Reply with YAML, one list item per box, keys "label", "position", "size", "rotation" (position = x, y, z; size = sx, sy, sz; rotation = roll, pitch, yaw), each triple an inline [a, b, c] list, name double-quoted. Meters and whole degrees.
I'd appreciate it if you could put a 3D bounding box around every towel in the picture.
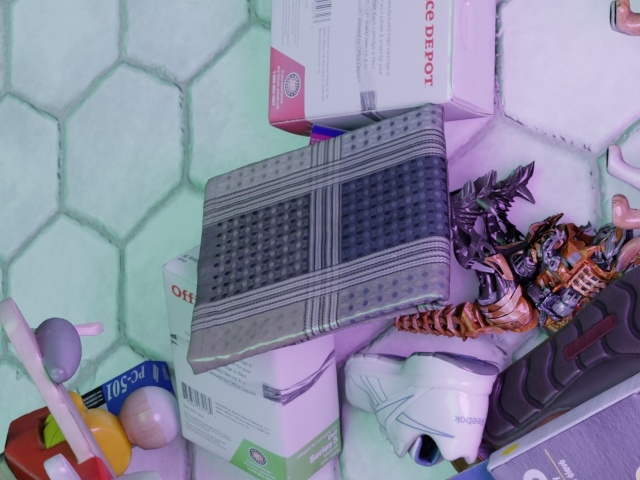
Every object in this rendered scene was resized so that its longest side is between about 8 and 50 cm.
- label: "towel"
  position: [0.000, 0.000, 1.585]
  size: [0.324, 0.056, 0.312]
  rotation: [-16, 45, 19]

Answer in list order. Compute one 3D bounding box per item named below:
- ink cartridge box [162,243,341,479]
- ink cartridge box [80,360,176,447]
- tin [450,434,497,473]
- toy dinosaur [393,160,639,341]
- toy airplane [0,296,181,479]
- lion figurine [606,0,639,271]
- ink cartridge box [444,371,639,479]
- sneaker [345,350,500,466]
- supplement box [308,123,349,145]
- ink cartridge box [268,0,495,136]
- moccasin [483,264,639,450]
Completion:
- label: "ink cartridge box"
  position: [-0.085, 0.153, 1.737]
  size: [0.198, 0.114, 0.273]
  rotation: [23, 129, 36]
- label: "ink cartridge box"
  position: [-0.299, 0.257, 1.991]
  size: [0.207, 0.046, 0.097]
  rotation: [-29, 68, 29]
- label: "tin"
  position: [0.222, 0.291, 1.581]
  size: [0.040, 0.106, 0.190]
  rotation: [-49, 60, 11]
- label: "toy dinosaur"
  position: [0.223, 0.033, 1.598]
  size: [0.321, 0.164, 0.218]
  rotation: [-25, 85, 8]
- label: "toy airplane"
  position: [-0.288, 0.286, 1.797]
  size: [0.384, 0.272, 0.386]
  rotation: [44, 151, 23]
- label: "lion figurine"
  position: [0.433, -0.157, 1.470]
  size: [0.240, 0.142, 0.392]
  rotation: [2, 92, 8]
- label: "ink cartridge box"
  position: [0.318, 0.322, 1.424]
  size: [0.307, 0.072, 0.304]
  rotation: [-35, 89, 28]
- label: "sneaker"
  position: [0.102, 0.198, 1.614]
  size: [0.297, 0.111, 0.129]
  rotation: [165, 114, -68]
- label: "supplement box"
  position: [0.037, -0.025, 1.751]
  size: [0.114, 0.111, 0.220]
  rotation: [16, 93, 36]
- label: "ink cartridge box"
  position: [0.078, -0.250, 1.750]
  size: [0.283, 0.117, 0.207]
  rotation: [-3, 82, 36]
- label: "moccasin"
  position: [0.350, 0.135, 1.499]
  size: [0.380, 0.147, 0.139]
  rotation: [-44, 41, 27]
